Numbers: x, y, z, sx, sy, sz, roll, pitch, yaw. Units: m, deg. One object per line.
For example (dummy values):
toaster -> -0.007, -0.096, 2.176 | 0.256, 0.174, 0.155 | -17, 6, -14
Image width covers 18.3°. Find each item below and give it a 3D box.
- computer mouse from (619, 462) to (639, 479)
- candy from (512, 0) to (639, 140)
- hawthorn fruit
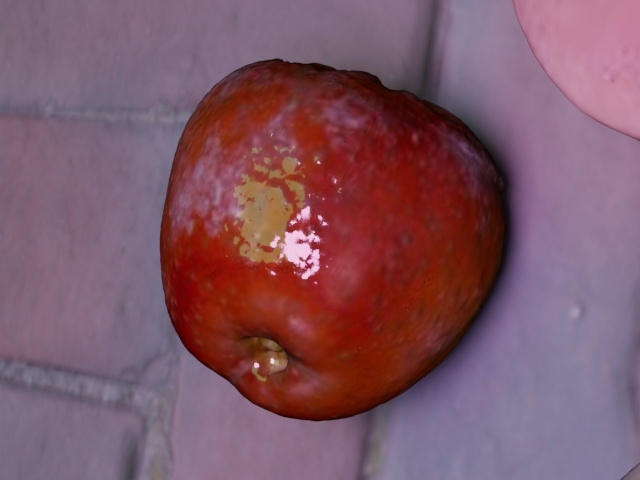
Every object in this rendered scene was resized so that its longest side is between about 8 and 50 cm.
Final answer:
computer mouse -> 0.179, 0.169, 0.809 | 0.331, 0.095, 0.197 | -49, 56, 26
candy -> 0.198, -0.151, 0.853 | 0.255, 0.094, 0.255 | -12, 72, 42
hawthorn fruit -> 0.000, 0.000, 0.967 | 0.173, 0.173, 0.173 | -11, 74, 42
